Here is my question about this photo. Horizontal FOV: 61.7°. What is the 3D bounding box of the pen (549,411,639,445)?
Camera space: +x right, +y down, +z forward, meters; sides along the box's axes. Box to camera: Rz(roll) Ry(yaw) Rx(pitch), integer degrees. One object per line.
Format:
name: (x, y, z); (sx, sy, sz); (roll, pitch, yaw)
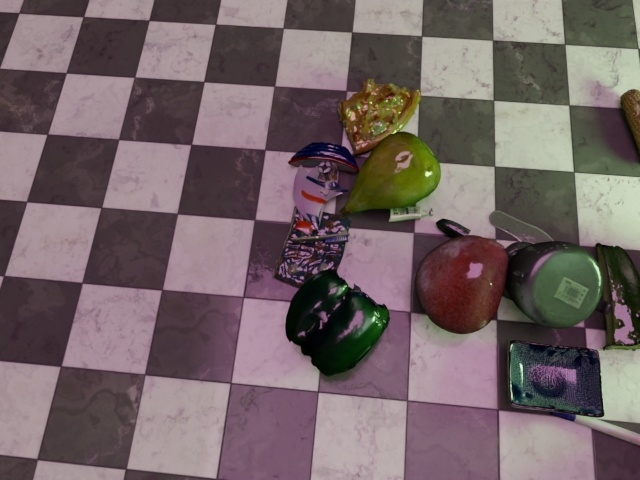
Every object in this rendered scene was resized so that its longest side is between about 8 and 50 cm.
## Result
pen: (0.753, 0.499, 1.435); (0.268, 0.033, 0.033); (18, 72, 9)

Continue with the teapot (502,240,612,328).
teapot: (0.631, 0.097, 1.472); (0.304, 0.285, 0.224); (-5, 98, -8)

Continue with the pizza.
pizza: (0.177, -0.433, 1.766); (0.323, 0.089, 0.223); (-43, 77, -13)

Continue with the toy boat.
toy boat: (-0.025, -0.180, 1.687); (0.219, 0.072, 0.318); (32, 75, 14)

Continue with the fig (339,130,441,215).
fig: (0.226, -0.171, 1.617); (0.233, 0.233, 0.314); (29, 92, 12)

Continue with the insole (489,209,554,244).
insole: (0.625, -0.023, 1.643); (0.231, 0.003, 0.080); (33, 74, 13)

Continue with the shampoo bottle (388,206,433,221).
shampoo bottle: (0.281, -0.083, 1.661); (0.140, 0.034, 0.049); (-1, 63, 1)

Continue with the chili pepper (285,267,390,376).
chili pepper: (0.045, 0.230, 1.462); (0.248, 0.233, 0.257); (37, 81, 30)

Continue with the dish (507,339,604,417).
dish: (0.625, 0.379, 1.453); (0.242, 0.080, 0.182); (5, 64, 7)

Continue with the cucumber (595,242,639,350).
cucumber: (0.865, 0.149, 1.525); (0.144, 0.105, 0.326); (2, 67, 3)

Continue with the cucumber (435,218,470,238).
cucumber: (0.402, -0.037, 1.634); (0.105, 0.048, 0.048); (30, 74, 14)

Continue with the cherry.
cherry: (0.385, 0.113, 1.459); (0.220, 0.308, 0.261); (13, 43, -25)

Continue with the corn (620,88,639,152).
corn: (1.038, -0.355, 1.707); (0.086, 0.086, 0.289); (-9, 69, -2)

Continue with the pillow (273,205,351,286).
pillow: (-0.022, 0.023, 1.635); (0.188, 0.034, 0.256); (15, 70, 5)

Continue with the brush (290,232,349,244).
brush: (0.000, -0.001, 1.608); (0.178, 0.033, 0.030); (-6, 83, -3)
